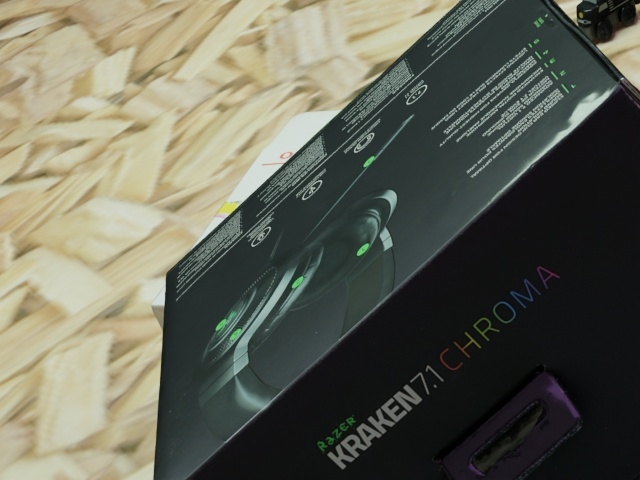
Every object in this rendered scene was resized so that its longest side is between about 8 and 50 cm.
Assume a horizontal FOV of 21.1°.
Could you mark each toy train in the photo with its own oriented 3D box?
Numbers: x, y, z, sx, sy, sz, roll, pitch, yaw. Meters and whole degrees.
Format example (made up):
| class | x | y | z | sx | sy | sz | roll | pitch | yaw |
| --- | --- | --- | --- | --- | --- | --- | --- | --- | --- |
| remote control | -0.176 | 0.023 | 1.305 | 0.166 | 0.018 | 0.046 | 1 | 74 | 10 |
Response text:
| class | x | y | z | sx | sy | sz | roll | pitch | yaw |
| --- | --- | --- | --- | --- | --- | --- | --- | --- | --- |
| toy train | 0.239 | -0.190 | 1.197 | 0.158 | 0.036 | 0.027 | -34 | 33 | -19 |

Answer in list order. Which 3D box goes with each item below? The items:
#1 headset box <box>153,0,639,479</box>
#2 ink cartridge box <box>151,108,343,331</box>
| class | x | y | z | sx | sy | sz | roll | pitch | yaw |
| --- | --- | --- | --- | --- | --- | --- | --- | --- | --- |
| headset box | 0.057 | 0.025 | 0.756 | 0.246 | 0.131 | 0.283 | -43 | 16 | 10 |
| ink cartridge box | 0.000 | 0.000 | 1.023 | 0.115 | 0.067 | 0.198 | 0 | 39 | 31 |
